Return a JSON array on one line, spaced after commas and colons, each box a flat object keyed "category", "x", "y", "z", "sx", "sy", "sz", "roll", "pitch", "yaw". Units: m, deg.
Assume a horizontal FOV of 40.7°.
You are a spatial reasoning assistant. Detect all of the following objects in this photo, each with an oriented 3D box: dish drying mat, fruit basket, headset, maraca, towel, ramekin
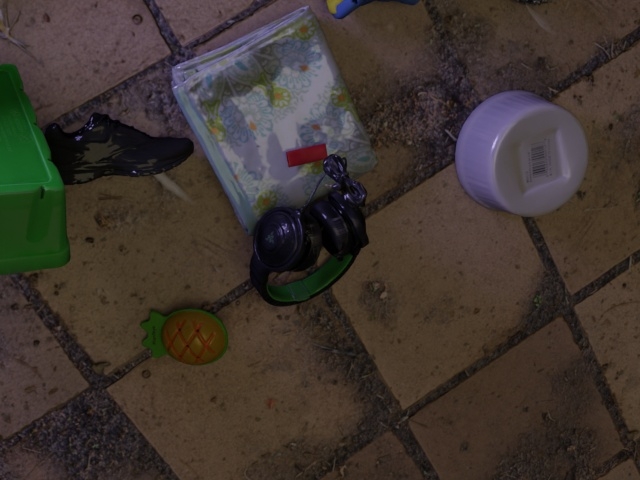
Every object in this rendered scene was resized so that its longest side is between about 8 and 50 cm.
[{"category": "dish drying mat", "x": -0.027, "y": -0.169, "z": 1.714, "sx": 0.083, "sy": 0.008, "sz": 0.032, "roll": -14, "pitch": 109, "yaw": -15}, {"category": "fruit basket", "x": -0.584, "y": -0.076, "z": 1.488, "sx": 0.283, "sy": 0.392, "sz": 0.391, "roll": -7, "pitch": 109, "yaw": -37}, {"category": "headset", "x": 0.000, "y": 0.000, "z": 1.709, "sx": 0.244, "sy": 0.185, "sz": 0.394, "roll": -17, "pitch": 141, "yaw": -29}, {"category": "maraca", "x": -0.282, "y": 0.199, "z": 1.788, "sx": 0.186, "sy": 0.099, "sz": 0.127, "roll": 2, "pitch": 104, "yaw": 8}, {"category": "towel", "x": -0.087, "y": -0.236, "z": 1.722, "sx": 0.321, "sy": 0.090, "sz": 0.374, "roll": -28, "pitch": 113, "yaw": -8}, {"category": "ramekin", "x": 0.449, "y": -0.184, "z": 1.890, "sx": 0.277, "sy": 0.135, "sz": 0.277, "roll": -5, "pitch": 108, "yaw": -17}]

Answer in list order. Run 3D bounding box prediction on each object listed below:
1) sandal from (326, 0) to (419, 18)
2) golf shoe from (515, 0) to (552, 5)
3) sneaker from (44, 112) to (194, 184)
[{"category": "sandal", "x": 0.159, "y": -0.521, "z": 1.703, "sx": 0.317, "sy": 0.126, "sz": 0.138, "roll": -33, "pitch": 117, "yaw": -5}, {"category": "golf shoe", "x": 0.417, "y": -0.545, "z": 1.810, "sx": 0.176, "sy": 0.069, "sz": 0.085, "roll": 9, "pitch": 97, "yaw": -22}, {"category": "sneaker", "x": -0.383, "y": -0.181, "z": 1.635, "sx": 0.287, "sy": 0.109, "sz": 0.130, "roll": -8, "pitch": 102, "yaw": -18}]
